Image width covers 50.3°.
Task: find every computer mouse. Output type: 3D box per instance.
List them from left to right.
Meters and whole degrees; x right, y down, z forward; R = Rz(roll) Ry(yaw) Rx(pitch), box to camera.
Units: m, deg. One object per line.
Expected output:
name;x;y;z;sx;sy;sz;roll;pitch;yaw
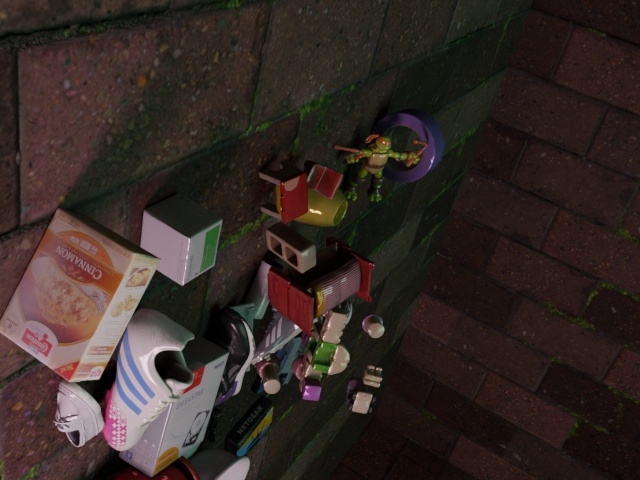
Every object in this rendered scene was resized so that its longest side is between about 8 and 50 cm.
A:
computer mouse;-0.298;0.478;1.632;0.193;0.042;0.106;-26;141;-60

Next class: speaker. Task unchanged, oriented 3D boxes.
speaker;-0.135;0.112;1.589;0.136;0.055;0.055;-67;161;11

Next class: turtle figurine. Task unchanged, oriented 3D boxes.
turtle figurine;0.127;-0.199;1.760;0.270;0.087;0.217;-7;142;-27

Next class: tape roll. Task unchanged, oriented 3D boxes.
tape roll;0.231;-0.255;1.833;0.080;0.189;0.189;-32;145;-54

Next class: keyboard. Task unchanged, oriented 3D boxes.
keyboard;-0.196;0.238;1.611;0.072;0.014;0.256;-6;135;-15

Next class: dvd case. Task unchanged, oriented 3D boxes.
dvd case;-0.110;0.357;2.034;0.180;0.022;0.253;-65;161;4

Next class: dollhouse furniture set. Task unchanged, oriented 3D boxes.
dollhouse furniture set;0.000;0.000;1.483;0.201;0.152;0.374;-29;136;-32

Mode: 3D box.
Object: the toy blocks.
toy blocks;0.002;0.261;1.831;0.260;0.309;0.288;-120;-134;-71

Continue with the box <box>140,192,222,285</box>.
box;-0.230;-0.003;1.118;0.087;0.102;0.101;-35;148;-50

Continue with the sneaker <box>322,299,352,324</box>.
sneaker;0.043;0.266;2.241;0.077;0.072;0.178;30;82;-60

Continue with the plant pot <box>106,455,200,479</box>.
plant pot;-0.352;0.545;1.413;0.174;0.191;0.191;-32;145;-64

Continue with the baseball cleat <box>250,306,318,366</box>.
baseball cleat;-0.105;0.206;1.630;0.206;0.109;0.072;-35;172;0

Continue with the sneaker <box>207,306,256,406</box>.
sneaker;-0.227;0.278;1.510;0.124;0.107;0.283;-34;146;-44

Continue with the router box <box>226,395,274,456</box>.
router box;-0.209;0.564;2.018;0.179;0.046;0.133;-45;154;-41

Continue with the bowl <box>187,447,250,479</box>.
bowl;-0.316;0.617;1.665;0.298;0.134;0.298;-50;161;-24

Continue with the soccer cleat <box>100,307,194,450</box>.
soccer cleat;-0.303;0.270;1.208;0.116;0.143;0.331;-57;165;-57

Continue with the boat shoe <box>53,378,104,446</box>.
boat shoe;-0.408;0.288;1.126;0.063;0.066;0.184;-51;167;-33

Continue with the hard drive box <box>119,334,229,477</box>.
hard drive box;-0.299;0.334;1.401;0.181;0.089;0.232;-21;132;-63

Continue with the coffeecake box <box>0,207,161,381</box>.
coffeecake box;-0.324;0.072;0.914;0.185;0.142;0.068;-63;160;1

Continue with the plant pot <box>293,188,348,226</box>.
plant pot;0.008;-0.084;1.632;0.134;0.095;0.134;-50;157;-30
